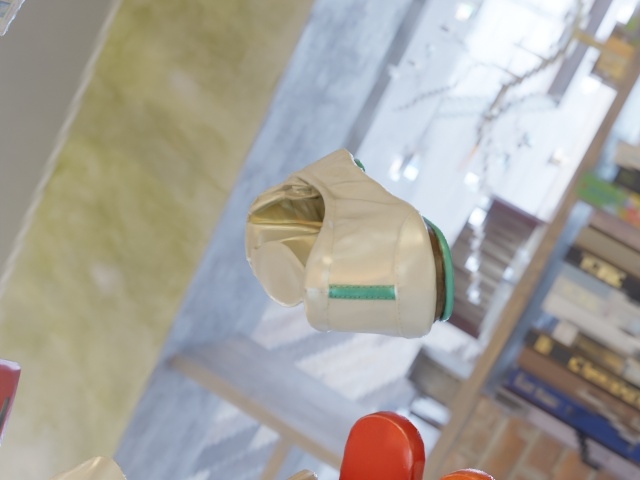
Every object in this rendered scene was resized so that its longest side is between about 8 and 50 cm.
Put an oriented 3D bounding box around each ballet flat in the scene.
[{"bbox_3d":[0.000,0.000,1.283,0.139,0.139,0.400,-61,14,3],"label":"ballet flat"}]

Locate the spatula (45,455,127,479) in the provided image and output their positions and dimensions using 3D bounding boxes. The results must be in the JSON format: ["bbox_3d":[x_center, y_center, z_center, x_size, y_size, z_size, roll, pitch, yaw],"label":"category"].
[{"bbox_3d":[-0.197,0.264,0.959,0.242,0.168,0.019,-31,11,-15],"label":"spatula"}]

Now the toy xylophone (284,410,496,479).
[{"bbox_3d":[0.069,0.230,0.655,0.081,0.322,0.236,-5,-64,-52],"label":"toy xylophone"}]

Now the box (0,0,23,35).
[{"bbox_3d":[-0.398,-0.300,1.527,0.103,0.203,0.114,-42,44,51],"label":"box"}]

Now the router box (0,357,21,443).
[{"bbox_3d":[-0.408,0.069,1.000,0.301,0.335,0.082,48,-124,-77],"label":"router box"}]
